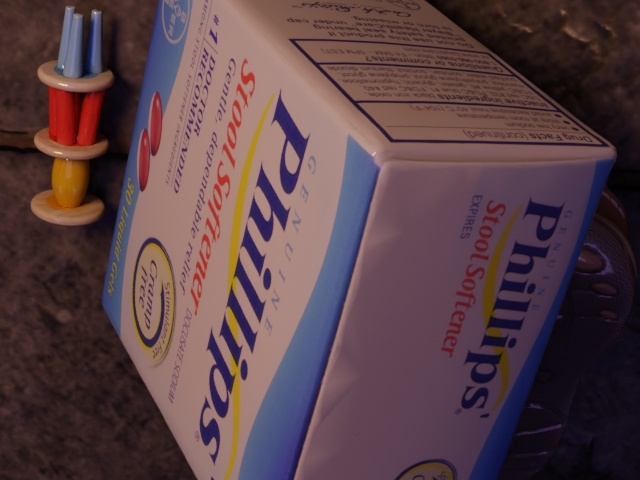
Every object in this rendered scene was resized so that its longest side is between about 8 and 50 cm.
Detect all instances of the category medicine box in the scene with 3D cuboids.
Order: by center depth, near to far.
[{"bbox_3d":[0.000,0.000,0.832,0.149,0.289,0.264,0,120,-28],"label":"medicine box"}]

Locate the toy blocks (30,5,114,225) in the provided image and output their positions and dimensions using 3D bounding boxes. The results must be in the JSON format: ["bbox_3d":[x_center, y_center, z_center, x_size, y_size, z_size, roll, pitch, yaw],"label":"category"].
[{"bbox_3d":[-0.135,-0.079,0.969,0.123,0.054,0.148,13,116,8],"label":"toy blocks"}]

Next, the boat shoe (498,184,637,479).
[{"bbox_3d":[0.117,0.065,0.943,0.123,0.116,0.324,20,137,-9],"label":"boat shoe"}]
